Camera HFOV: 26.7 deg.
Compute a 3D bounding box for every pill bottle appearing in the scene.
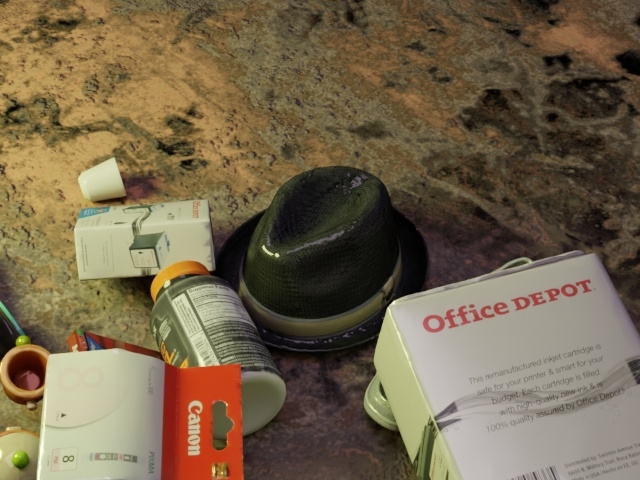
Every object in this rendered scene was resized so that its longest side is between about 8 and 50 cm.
[{"bbox_3d":[-0.147,0.136,1.796,0.130,0.130,0.245,-16,46,-17],"label":"pill bottle"}]

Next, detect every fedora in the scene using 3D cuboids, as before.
[{"bbox_3d":[0.000,0.000,1.923,0.334,0.152,0.334,0,43,0],"label":"fedora"}]

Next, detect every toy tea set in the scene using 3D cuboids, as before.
[{"bbox_3d":[-0.399,0.186,1.672,0.336,0.124,0.200,45,60,7],"label":"toy tea set"}]

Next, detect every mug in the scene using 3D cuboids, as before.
[{"bbox_3d":[-0.338,-0.087,2.087,0.064,0.078,0.062,-19,79,-8],"label":"mug"}]

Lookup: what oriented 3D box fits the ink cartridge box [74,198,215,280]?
[{"bbox_3d":[-0.249,-0.001,1.934,0.191,0.082,0.139,-6,14,-5],"label":"ink cartridge box"}]

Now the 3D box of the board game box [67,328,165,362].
[{"bbox_3d":[-0.228,0.235,1.708,0.145,0.027,0.281,21,30,-38],"label":"board game box"}]

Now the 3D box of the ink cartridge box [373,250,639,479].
[{"bbox_3d":[0.264,0.240,1.606,0.285,0.166,0.395,-13,61,-14],"label":"ink cartridge box"}]

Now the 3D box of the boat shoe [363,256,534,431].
[{"bbox_3d":[0.181,0.136,1.819,0.320,0.103,0.118,-33,53,-29],"label":"boat shoe"}]

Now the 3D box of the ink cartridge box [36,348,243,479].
[{"bbox_3d":[-0.213,0.214,1.604,0.232,0.066,0.189,-8,48,4],"label":"ink cartridge box"}]

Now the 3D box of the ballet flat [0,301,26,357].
[{"bbox_3d":[-0.491,0.091,1.871,0.096,0.095,0.280,-30,46,-15],"label":"ballet flat"}]
